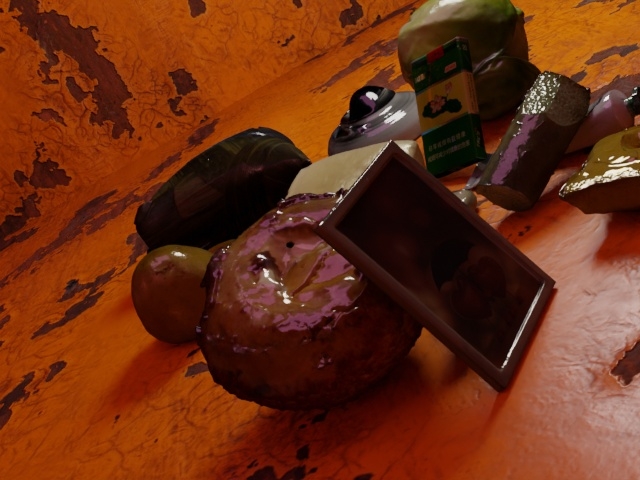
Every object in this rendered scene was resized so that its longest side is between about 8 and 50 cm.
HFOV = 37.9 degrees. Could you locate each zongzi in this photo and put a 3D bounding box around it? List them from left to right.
[{"bbox_3d":[-0.204,-0.085,1.935,0.403,0.208,0.432,-30,10,-4],"label":"zongzi"}]

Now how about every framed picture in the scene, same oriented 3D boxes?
[{"bbox_3d":[0.151,0.023,1.156,0.020,0.289,0.211,-48,2,45],"label":"framed picture"}]

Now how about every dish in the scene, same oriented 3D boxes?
[{"bbox_3d":[0.117,-0.287,2.133,0.273,0.134,0.273,-28,19,11],"label":"dish"}]

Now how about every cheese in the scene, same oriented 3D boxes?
[{"bbox_3d":[0.054,-0.051,1.630,0.242,0.124,0.266,-10,33,21],"label":"cheese"},{"bbox_3d":[0.190,-0.018,1.527,0.097,0.037,0.192,-15,24,39],"label":"cheese"}]

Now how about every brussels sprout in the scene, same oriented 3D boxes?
[{"bbox_3d":[0.305,-0.378,1.889,0.294,0.260,0.227,8,-7,10],"label":"brussels sprout"}]

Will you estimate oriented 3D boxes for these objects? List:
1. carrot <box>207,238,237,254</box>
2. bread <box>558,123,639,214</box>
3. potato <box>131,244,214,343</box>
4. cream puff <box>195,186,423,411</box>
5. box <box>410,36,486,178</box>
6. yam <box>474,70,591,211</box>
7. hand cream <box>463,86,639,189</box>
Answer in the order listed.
[{"bbox_3d":[-0.221,0.070,1.828,0.193,0.087,0.087,-36,21,-19],"label":"carrot"},{"bbox_3d":[0.450,-0.107,1.312,0.160,0.088,0.233,-4,30,41],"label":"bread"},{"bbox_3d":[-0.263,0.076,1.693,0.203,0.158,0.178,-2,55,18],"label":"potato"},{"bbox_3d":[-0.006,0.091,1.268,0.350,0.229,0.350,-13,43,13],"label":"cream puff"},{"bbox_3d":[0.237,-0.245,1.737,0.034,0.235,0.132,2,-15,-37],"label":"box"},{"bbox_3d":[0.346,-0.166,1.478,0.106,0.106,0.259,5,61,58],"label":"yam"},{"bbox_3d":[0.397,-0.171,1.585,0.336,0.076,0.121,-23,19,39],"label":"hand cream"}]
